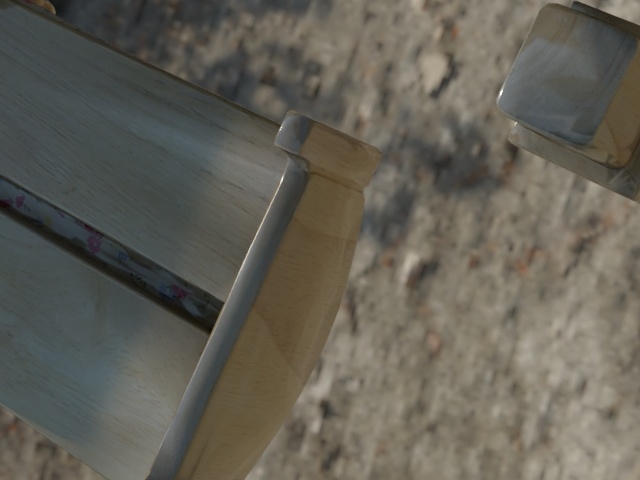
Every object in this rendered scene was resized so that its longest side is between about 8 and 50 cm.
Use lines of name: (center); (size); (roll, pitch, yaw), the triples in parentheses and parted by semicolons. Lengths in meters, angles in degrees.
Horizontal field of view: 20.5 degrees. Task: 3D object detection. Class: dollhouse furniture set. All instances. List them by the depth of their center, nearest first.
dollhouse furniture set: (0.000, 0.000, 0.616); (0.303, 0.174, 0.355); (29, 96, 36)
